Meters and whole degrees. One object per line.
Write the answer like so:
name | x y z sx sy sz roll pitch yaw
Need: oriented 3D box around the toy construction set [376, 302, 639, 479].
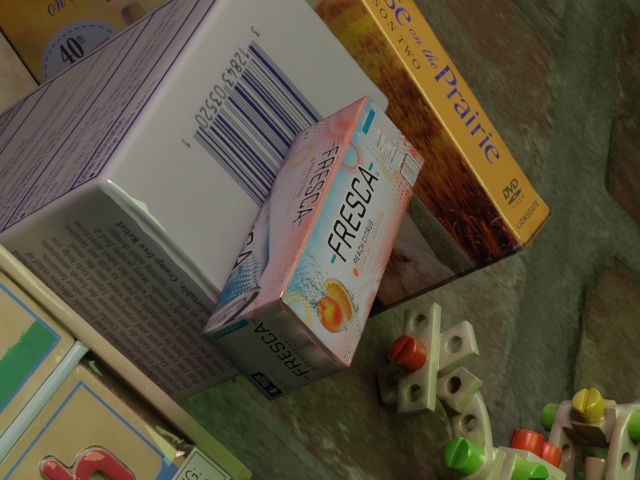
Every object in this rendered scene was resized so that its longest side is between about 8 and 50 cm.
toy construction set | 0.192 0.190 1.404 0.327 0.151 0.215 28 73 -28

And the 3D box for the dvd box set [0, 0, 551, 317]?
dvd box set | -0.063 -0.124 1.156 0.420 0.307 0.062 57 39 -10

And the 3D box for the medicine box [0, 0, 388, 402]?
medicine box | -0.134 -0.013 1.012 0.149 0.289 0.263 47 39 -20

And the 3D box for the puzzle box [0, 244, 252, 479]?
puzzle box | -0.248 0.197 0.793 0.272 0.052 0.409 45 68 -22

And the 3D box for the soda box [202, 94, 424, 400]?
soda box | 0.000 0.000 0.869 0.058 0.063 0.183 47 39 -21
